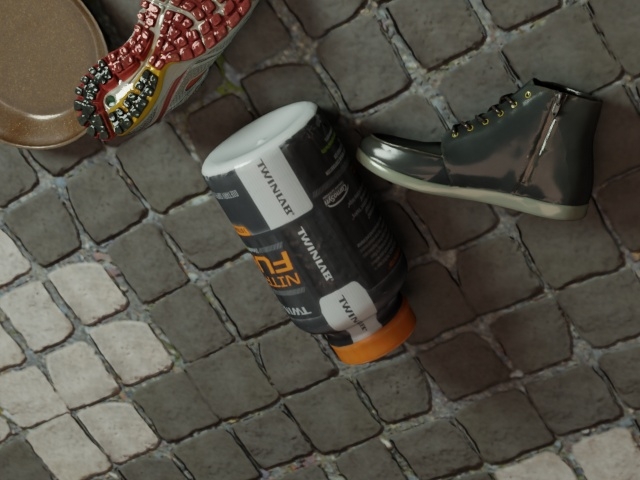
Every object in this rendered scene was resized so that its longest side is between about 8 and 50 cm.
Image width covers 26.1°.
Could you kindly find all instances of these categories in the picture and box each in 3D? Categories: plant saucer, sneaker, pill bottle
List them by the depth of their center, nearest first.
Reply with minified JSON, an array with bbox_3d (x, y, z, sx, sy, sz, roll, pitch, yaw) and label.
[{"bbox_3d":[0.147,-0.100,1.269,0.222,0.083,0.118,12,106,14],"label":"sneaker"},{"bbox_3d":[-0.136,-0.187,1.299,0.225,0.093,0.088,-42,81,16],"label":"sneaker"},{"bbox_3d":[0.000,0.000,1.327,0.130,0.130,0.246,-22,110,26],"label":"pill bottle"},{"bbox_3d":[-0.294,-0.186,1.366,0.198,0.036,0.199,7,120,12],"label":"plant saucer"}]
